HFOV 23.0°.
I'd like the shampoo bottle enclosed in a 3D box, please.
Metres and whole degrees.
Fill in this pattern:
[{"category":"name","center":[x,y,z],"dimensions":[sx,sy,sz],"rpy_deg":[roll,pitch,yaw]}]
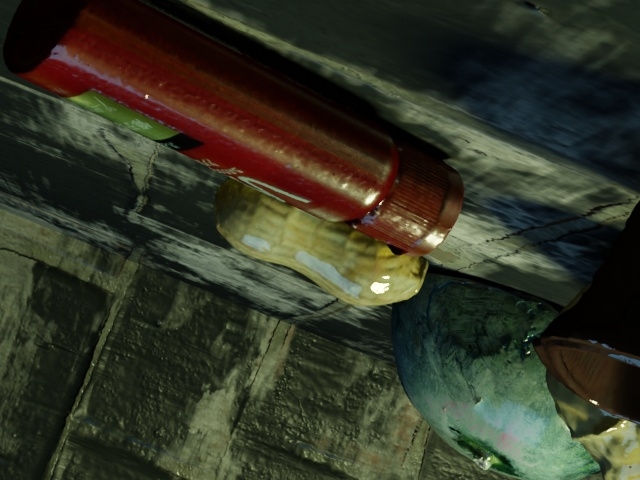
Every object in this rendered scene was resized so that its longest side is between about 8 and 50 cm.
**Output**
[{"category":"shampoo bottle","center":[-0.048,-0.077,1.011],"dimensions":[0.314,0.076,0.118],"rpy_deg":[25,169,-29]}]

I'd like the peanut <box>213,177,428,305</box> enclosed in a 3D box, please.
[{"category":"peanut","center":[0.000,0.000,1.409],"dimensions":[0.207,0.087,0.087],"rpy_deg":[23,173,-13]}]

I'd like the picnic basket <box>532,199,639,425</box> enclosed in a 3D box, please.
[{"category":"picnic basket","center":[0.278,0.059,0.866],"dimensions":[0.297,0.129,0.222],"rpy_deg":[18,170,21]}]

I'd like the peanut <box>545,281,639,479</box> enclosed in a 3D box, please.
[{"category":"peanut","center":[0.282,0.125,1.236],"dimensions":[0.340,0.158,0.174],"rpy_deg":[26,-149,-59]}]

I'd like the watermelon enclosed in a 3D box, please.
[{"category":"watermelon","center":[0.174,0.146,1.637],"dimensions":[0.322,0.175,0.188],"rpy_deg":[15,171,37]}]
